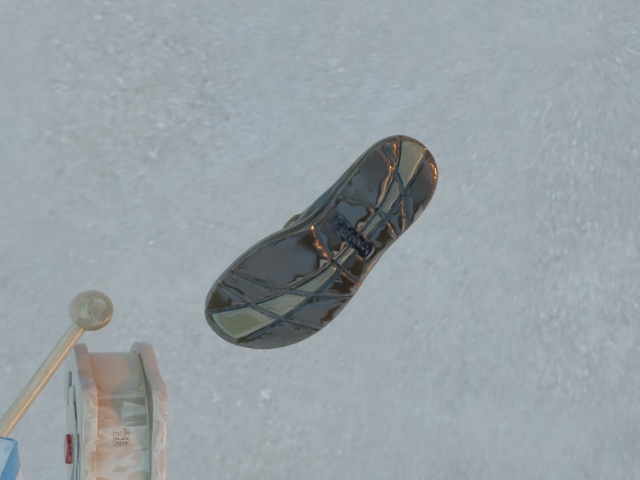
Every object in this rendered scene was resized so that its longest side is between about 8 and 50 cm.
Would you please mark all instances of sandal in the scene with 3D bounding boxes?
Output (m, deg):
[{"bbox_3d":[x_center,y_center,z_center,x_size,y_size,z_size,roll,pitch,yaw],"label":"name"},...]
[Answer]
[{"bbox_3d":[0.000,0.000,0.885,0.090,0.060,0.219,44,84,-18],"label":"sandal"}]

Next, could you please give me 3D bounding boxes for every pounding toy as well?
[{"bbox_3d":[-0.229,0.175,1.040,0.154,0.154,0.270,1,93,-20],"label":"pounding toy"}]

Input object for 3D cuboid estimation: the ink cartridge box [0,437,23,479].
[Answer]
[{"bbox_3d":[-0.407,0.313,1.133,0.171,0.168,0.233,11,138,3],"label":"ink cartridge box"}]
